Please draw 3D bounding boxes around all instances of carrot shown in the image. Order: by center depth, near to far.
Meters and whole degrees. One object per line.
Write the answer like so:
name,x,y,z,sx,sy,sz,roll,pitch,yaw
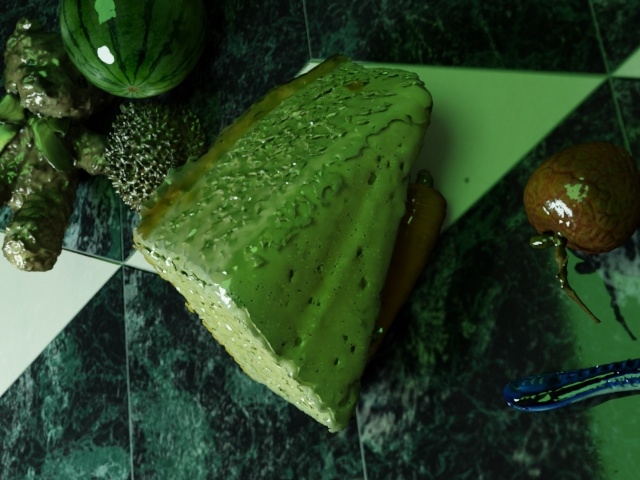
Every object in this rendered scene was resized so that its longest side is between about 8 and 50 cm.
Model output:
carrot,0.069,0.049,0.933,0.061,0.061,0.257,23,94,37

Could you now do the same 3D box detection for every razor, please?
razor,0.304,0.101,0.757,0.324,0.093,0.056,-25,99,31

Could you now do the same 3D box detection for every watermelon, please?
watermelon,-0.239,-0.289,1.161,0.188,0.188,0.215,-17,66,31

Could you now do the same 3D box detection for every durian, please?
durian,-0.232,-0.122,1.170,0.148,0.091,0.189,-43,55,18

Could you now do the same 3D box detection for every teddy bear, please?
teddy bear,-0.384,-0.130,1.207,0.296,0.246,0.223,-81,10,-52

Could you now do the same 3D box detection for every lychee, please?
lychee,0.232,-0.027,0.800,0.114,0.101,0.140,27,53,27

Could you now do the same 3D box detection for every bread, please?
bread,0.000,0.000,0.953,0.315,0.279,0.248,-36,27,-19
